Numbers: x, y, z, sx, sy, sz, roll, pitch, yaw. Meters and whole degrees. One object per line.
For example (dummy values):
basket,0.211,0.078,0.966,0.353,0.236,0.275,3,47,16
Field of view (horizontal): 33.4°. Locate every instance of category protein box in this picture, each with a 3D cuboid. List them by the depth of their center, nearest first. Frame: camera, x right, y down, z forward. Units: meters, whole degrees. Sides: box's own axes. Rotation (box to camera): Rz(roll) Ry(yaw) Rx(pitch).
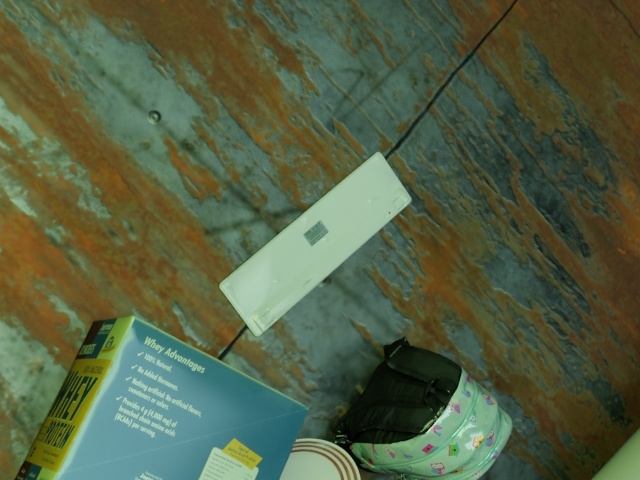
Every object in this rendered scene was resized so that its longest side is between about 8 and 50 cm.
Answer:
protein box,-0.155,0.206,1.008,0.200,0.136,0.201,31,71,-21

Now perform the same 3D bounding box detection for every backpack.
backpack,0.111,0.186,1.122,0.115,0.182,0.152,37,68,-19

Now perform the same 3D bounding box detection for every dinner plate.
dinner plate,-0.026,0.267,1.113,0.141,0.017,0.141,-7,112,-17

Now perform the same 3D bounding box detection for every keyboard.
keyboard,0.000,0.000,1.184,0.256,0.014,0.072,-41,98,-25

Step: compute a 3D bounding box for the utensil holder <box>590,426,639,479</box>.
utensil holder,0.528,0.292,1.252,0.385,0.328,0.327,-35,100,-23
